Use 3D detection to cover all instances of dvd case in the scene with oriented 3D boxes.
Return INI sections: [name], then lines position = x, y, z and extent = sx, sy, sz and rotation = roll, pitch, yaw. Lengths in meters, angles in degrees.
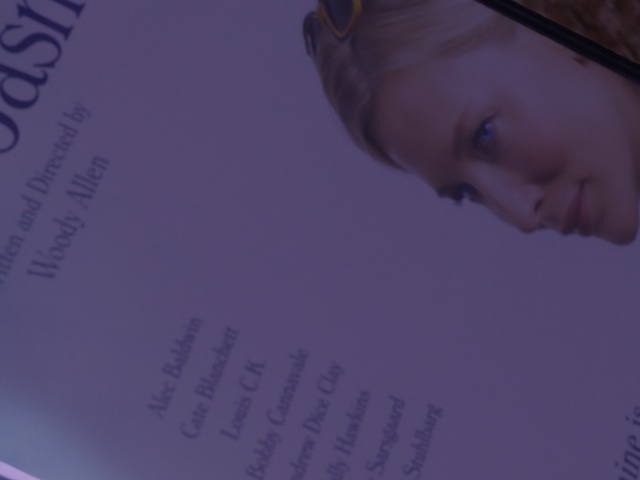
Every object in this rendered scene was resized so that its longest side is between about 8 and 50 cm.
[dvd case]
position = 0.000, 0.000, 0.361
extent = 0.253, 0.022, 0.180
rotation = 25, 62, -9
